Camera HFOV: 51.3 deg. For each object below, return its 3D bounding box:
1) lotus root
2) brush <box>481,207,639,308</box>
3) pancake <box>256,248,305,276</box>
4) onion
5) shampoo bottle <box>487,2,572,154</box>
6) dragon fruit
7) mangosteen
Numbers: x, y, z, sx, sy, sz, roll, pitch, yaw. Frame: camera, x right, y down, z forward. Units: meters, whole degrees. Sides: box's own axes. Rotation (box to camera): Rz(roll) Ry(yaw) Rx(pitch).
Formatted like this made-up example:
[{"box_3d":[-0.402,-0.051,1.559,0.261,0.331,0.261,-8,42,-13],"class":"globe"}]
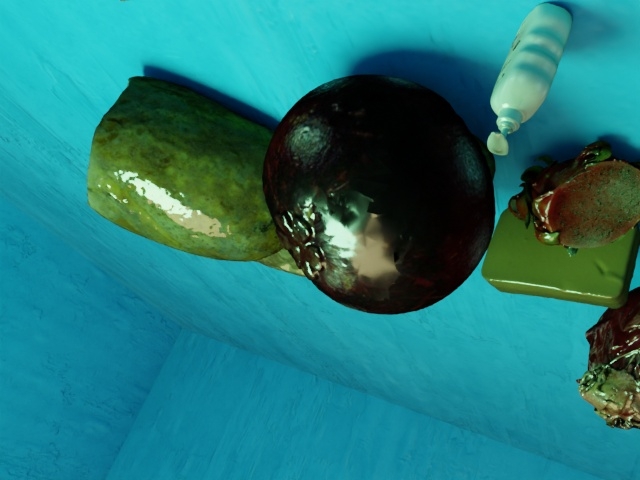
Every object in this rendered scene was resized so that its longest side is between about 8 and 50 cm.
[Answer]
[{"box_3d":[-0.182,-0.098,1.079,0.345,0.251,0.250,20,161,-8],"class":"lotus root"},{"box_3d":[0.331,0.020,0.919,0.197,0.123,0.059,7,159,43],"class":"brush"},{"box_3d":[-0.082,0.010,1.496,0.294,0.050,0.294,19,158,8],"class":"pancake"},{"box_3d":[0.504,0.165,0.973,0.221,0.280,0.281,62,153,-4],"class":"onion"},{"box_3d":[0.188,-0.143,0.624,0.045,0.152,0.077,24,162,-2],"class":"shampoo bottle"},{"box_3d":[0.299,-0.055,0.799,0.175,0.142,0.139,29,132,56],"class":"dragon fruit"},{"box_3d":[0.082,-0.062,0.813,0.297,0.293,0.297,63,174,11],"class":"mangosteen"}]
